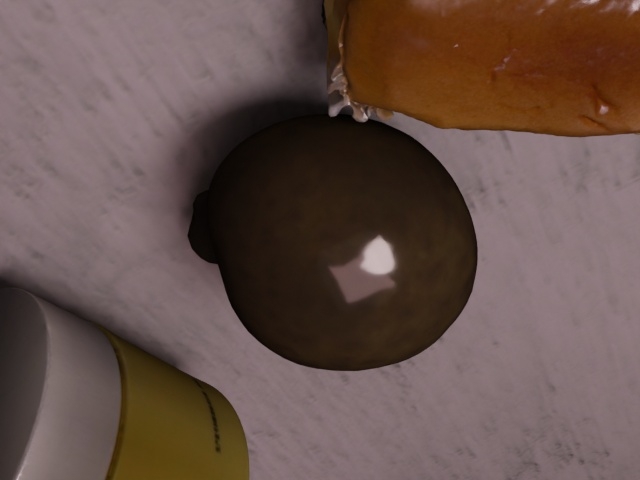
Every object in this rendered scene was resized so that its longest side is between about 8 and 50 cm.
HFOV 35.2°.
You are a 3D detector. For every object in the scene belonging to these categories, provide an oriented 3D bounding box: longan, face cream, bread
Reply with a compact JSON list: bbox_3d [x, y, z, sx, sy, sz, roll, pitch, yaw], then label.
[{"bbox_3d":[0.000,0.000,0.658,0.204,0.159,0.185,5,146,32],"label":"longan"},{"bbox_3d":[-0.185,0.167,0.700,0.218,0.218,0.179,-40,130,18],"label":"face cream"},{"bbox_3d":[0.127,-0.135,0.603,0.241,0.107,0.136,3,131,-13],"label":"bread"}]
